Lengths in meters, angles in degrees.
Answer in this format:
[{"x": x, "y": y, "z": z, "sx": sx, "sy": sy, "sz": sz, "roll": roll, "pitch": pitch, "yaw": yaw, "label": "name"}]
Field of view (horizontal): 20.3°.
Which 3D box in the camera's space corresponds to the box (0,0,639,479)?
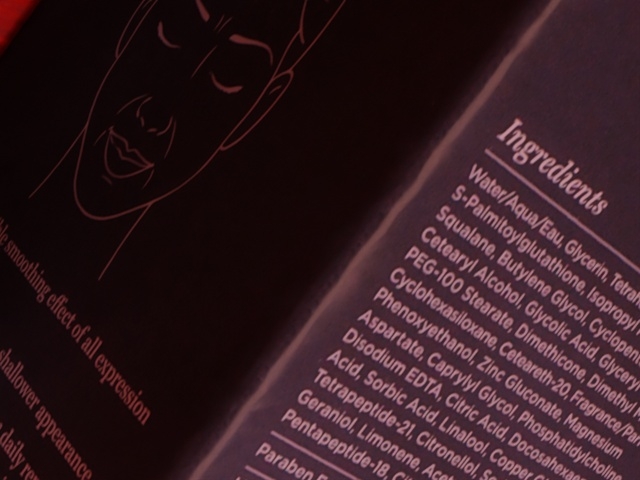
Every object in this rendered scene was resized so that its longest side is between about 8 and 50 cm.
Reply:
[{"x": 0.000, "y": 0.000, "z": 0.762, "sx": 0.212, "sy": 0.293, "sz": 0.395, "roll": 33, "pitch": 96, "yaw": -38, "label": "box"}]
